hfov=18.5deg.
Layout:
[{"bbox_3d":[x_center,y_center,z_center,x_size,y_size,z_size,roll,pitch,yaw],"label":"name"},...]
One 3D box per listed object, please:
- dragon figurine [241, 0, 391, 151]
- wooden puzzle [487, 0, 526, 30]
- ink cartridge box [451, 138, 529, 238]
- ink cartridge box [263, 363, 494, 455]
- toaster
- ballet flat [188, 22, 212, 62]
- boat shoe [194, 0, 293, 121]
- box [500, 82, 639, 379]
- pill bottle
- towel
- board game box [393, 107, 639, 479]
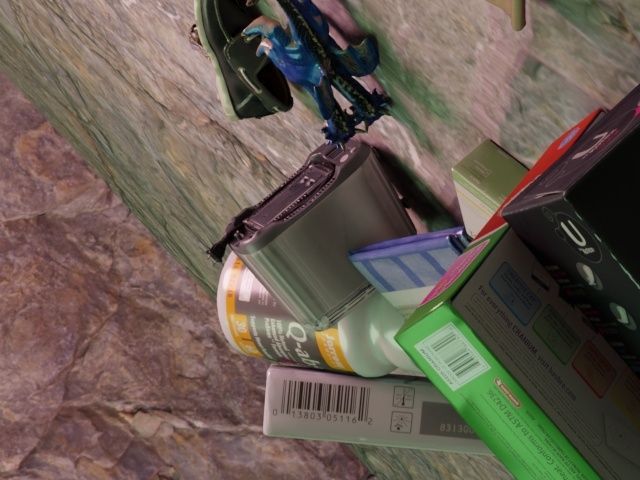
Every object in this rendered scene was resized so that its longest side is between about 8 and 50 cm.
[{"bbox_3d":[0.002,-0.181,1.964,0.144,0.085,0.289,43,172,12],"label":"dragon figurine"},{"bbox_3d":[0.067,-0.278,1.483,0.239,0.044,0.221,36,165,18],"label":"wooden puzzle"},{"bbox_3d":[0.220,0.021,1.928,0.171,0.056,0.235,40,164,30],"label":"ink cartridge box"},{"bbox_3d":[0.087,0.206,2.552,0.308,0.091,0.385,4,-178,0],"label":"ink cartridge box"},{"bbox_3d":[0.000,0.000,2.214,0.146,0.227,0.129,52,170,-18],"label":"toaster"},{"bbox_3d":[-0.127,-0.238,2.374,0.114,0.041,0.041,33,161,48],"label":"ballet flat"},{"bbox_3d":[-0.088,-0.230,2.220,0.079,0.084,0.233,2,140,18],"label":"boat shoe"},{"bbox_3d":[0.289,0.023,1.403,0.270,0.165,0.143,49,167,-5],"label":"box"},{"bbox_3d":[0.025,0.079,2.375,0.278,0.162,0.162,7,143,37],"label":"pill bottle"},{"bbox_3d":[0.181,0.091,2.127,0.285,0.034,0.209,44,152,-20],"label":"towel"},{"bbox_3d":[0.218,0.069,1.511,0.242,0.316,0.064,49,131,-5],"label":"board game box"}]
